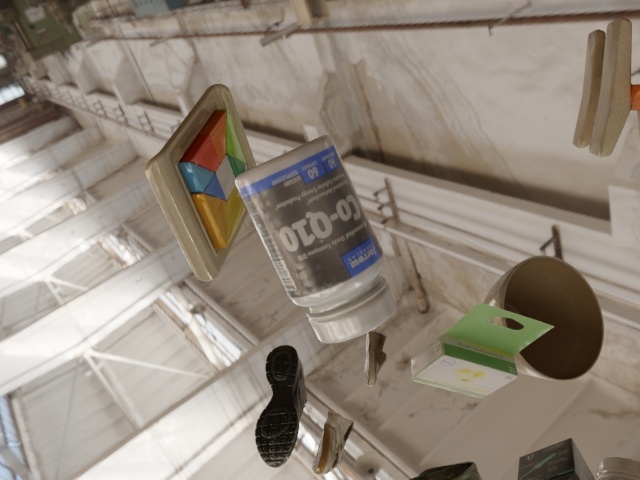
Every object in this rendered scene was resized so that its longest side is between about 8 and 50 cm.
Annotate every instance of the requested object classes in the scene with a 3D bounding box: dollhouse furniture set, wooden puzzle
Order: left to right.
[{"bbox_3d":[-0.158,-0.092,0.923,0.044,0.221,0.239,0,-140,21],"label":"wooden puzzle"},{"bbox_3d":[0.341,-0.138,0.462,0.262,0.135,0.259,4,-166,14],"label":"dollhouse furniture set"}]

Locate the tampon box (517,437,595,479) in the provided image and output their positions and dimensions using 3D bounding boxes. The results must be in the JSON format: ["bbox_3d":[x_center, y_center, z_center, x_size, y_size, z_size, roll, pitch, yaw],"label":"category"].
[{"bbox_3d":[0.468,0.485,1.184,0.120,0.101,0.161,-30,175,21],"label":"tampon box"}]

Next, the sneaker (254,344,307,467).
[{"bbox_3d":[-0.079,0.407,1.465,0.109,0.130,0.286,-2,-121,20],"label":"sneaker"}]

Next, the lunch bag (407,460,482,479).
[{"bbox_3d":[0.217,0.590,1.169,0.287,0.235,0.169,-17,169,-11],"label":"lunch bag"}]

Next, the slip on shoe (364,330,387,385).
[{"bbox_3d":[0.112,0.233,1.192,0.041,0.051,0.135,9,-149,-1],"label":"slip on shoe"}]

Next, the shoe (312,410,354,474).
[{"bbox_3d":[0.028,0.380,1.138,0.058,0.077,0.219,16,-173,5],"label":"shoe"}]

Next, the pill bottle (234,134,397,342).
[{"bbox_3d":[0.000,0.000,0.440,0.078,0.137,0.078,-25,-171,4],"label":"pill bottle"}]

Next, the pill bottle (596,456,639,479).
[{"bbox_3d":[0.453,0.444,0.896,0.117,0.117,0.215,-2,-132,31],"label":"pill bottle"}]

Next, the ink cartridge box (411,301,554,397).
[{"bbox_3d":[0.304,0.217,1.143,0.171,0.235,0.056,18,-130,-17],"label":"ink cartridge box"}]

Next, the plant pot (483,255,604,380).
[{"bbox_3d":[0.493,0.198,1.431,0.284,0.284,0.191,-37,179,-28],"label":"plant pot"}]
